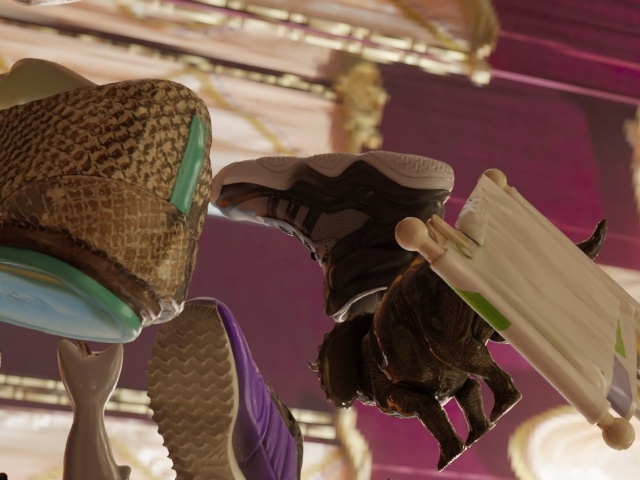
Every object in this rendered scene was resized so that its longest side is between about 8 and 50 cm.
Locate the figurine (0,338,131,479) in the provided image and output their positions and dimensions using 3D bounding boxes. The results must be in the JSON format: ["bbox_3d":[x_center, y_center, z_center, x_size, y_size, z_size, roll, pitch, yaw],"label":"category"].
[{"bbox_3d":[-0.307,0.208,1.681,0.092,0.215,0.209,-163,-109,-79],"label":"figurine"}]

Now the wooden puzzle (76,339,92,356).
[{"bbox_3d":[-0.188,0.047,1.170,0.049,0.006,0.083,13,-58,63],"label":"wooden puzzle"}]

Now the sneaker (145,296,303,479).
[{"bbox_3d":[-0.082,0.183,1.580,0.102,0.146,0.293,0,-71,29],"label":"sneaker"}]

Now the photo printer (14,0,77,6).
[{"bbox_3d":[-0.259,-0.380,1.501,0.307,0.256,0.107,56,-36,-1],"label":"photo printer"}]

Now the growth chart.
[{"bbox_3d":[0.127,0.031,0.824,0.021,0.172,0.237,-45,177,18],"label":"growth chart"}]

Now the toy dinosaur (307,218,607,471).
[{"bbox_3d":[0.098,0.076,1.259,0.160,0.121,0.313,47,-51,11],"label":"toy dinosaur"}]

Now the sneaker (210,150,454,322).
[{"bbox_3d":[0.000,0.000,1.468,0.268,0.101,0.153,-2,-97,37],"label":"sneaker"}]

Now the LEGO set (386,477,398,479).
[{"bbox_3d":[0.109,0.401,1.835,0.331,0.192,0.255,135,-55,-67],"label":"LEGO set"}]

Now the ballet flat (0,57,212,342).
[{"bbox_3d":[-0.250,-0.025,0.995,0.483,0.164,0.182,-4,-125,38],"label":"ballet flat"}]
